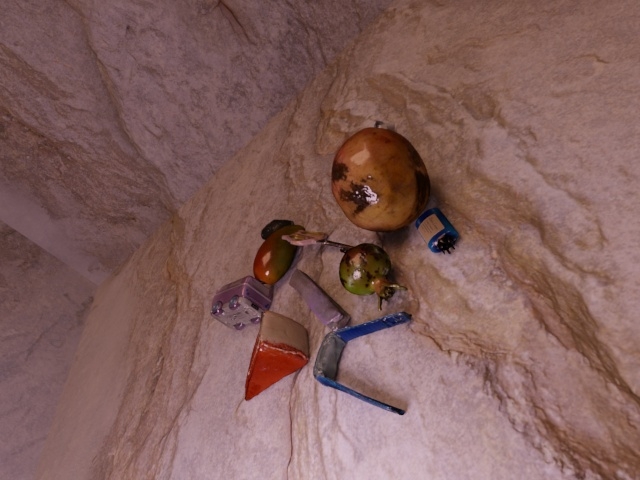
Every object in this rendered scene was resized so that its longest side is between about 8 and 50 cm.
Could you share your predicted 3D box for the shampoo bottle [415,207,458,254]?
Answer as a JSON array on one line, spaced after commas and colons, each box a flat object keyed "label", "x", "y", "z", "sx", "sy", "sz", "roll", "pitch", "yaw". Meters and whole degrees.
[{"label": "shampoo bottle", "x": 0.324, "y": -0.022, "z": 1.436, "sx": 0.087, "sy": 0.050, "sz": 0.183, "roll": -37, "pitch": 29, "yaw": 12}]

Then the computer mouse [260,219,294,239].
[{"label": "computer mouse", "x": -0.174, "y": -0.033, "z": 2.148, "sx": 0.192, "sy": 0.062, "sz": 0.106, "roll": -4, "pitch": 48, "yaw": 45}]

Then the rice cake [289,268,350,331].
[{"label": "rice cake", "x": -0.012, "y": 0.182, "z": 1.627, "sx": 0.070, "sy": 0.064, "sz": 0.399, "roll": -56, "pitch": 27, "yaw": 2}]

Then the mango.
[{"label": "mango", "x": -0.162, "y": 0.044, "z": 1.963, "sx": 0.146, "sy": 0.129, "sz": 0.289, "roll": -25, "pitch": 26, "yaw": 38}]

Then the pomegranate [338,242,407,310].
[{"label": "pomegranate", "x": 0.135, "y": 0.096, "z": 1.447, "sx": 0.156, "sy": 0.156, "sz": 0.220, "roll": -43, "pitch": 32, "yaw": 6}]

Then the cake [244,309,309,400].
[{"label": "cake", "x": -0.132, "y": 0.360, "z": 1.577, "sx": 0.158, "sy": 0.159, "sz": 0.262, "roll": -94, "pitch": 18, "yaw": -54}]

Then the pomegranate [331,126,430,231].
[{"label": "pomegranate", "x": 0.181, "y": -0.181, "z": 1.565, "sx": 0.322, "sy": 0.322, "sz": 0.322, "roll": -34, "pitch": 30, "yaw": 23}]

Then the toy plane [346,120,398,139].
[{"label": "toy plane", "x": 0.192, "y": -0.356, "z": 1.951, "sx": 0.252, "sy": 0.118, "sz": 0.252, "roll": -29, "pitch": -12, "yaw": -7}]

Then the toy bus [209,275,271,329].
[{"label": "toy bus", "x": -0.291, "y": 0.228, "z": 1.882, "sx": 0.202, "sy": 0.142, "sz": 0.142, "roll": -23, "pitch": 41, "yaw": 37}]

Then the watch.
[{"label": "watch", "x": 0.098, "y": 0.324, "z": 1.294, "sx": 0.274, "sy": 0.068, "sz": 0.276, "roll": -20, "pitch": 37, "yaw": 33}]

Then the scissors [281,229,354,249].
[{"label": "scissors", "x": 0.000, "y": 0.000, "z": 1.832, "sx": 0.160, "sy": 0.024, "sz": 0.317, "roll": -17, "pitch": 21, "yaw": -42}]
